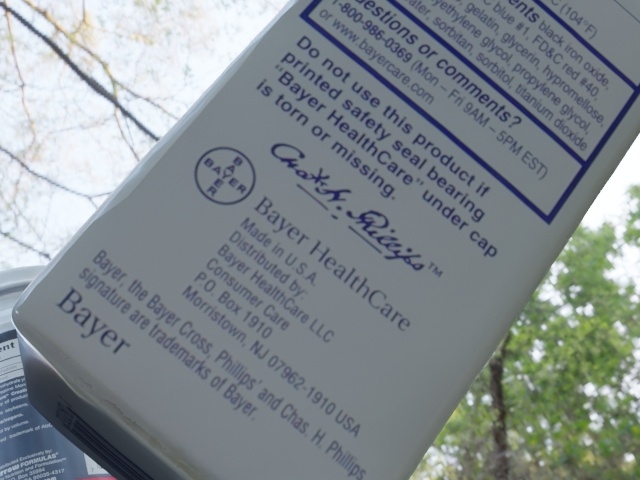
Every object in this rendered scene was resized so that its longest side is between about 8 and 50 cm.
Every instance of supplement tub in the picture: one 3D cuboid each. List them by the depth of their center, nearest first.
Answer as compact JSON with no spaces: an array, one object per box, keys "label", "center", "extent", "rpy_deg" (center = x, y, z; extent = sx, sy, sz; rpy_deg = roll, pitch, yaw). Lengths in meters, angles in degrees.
[{"label":"supplement tub","center":[-0.224,0.174,0.809],"extent":[0.191,0.272,0.191],"rpy_deg":[-14,-42,-13]}]

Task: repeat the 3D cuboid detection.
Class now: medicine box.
[{"label":"medicine box","center":[0.000,0.000,0.491],"extent":[0.289,0.149,0.263],"rpy_deg":[-51,2,-21]}]
